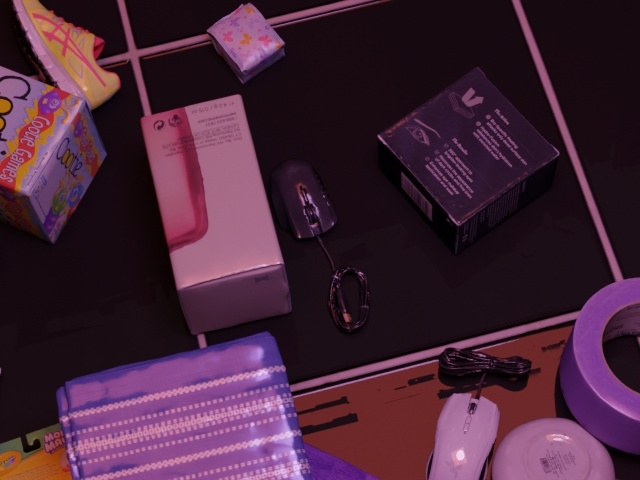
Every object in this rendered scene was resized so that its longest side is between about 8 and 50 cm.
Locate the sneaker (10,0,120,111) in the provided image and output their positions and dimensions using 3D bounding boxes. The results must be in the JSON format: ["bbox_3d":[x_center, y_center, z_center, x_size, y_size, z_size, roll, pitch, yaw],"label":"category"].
[{"bbox_3d":[-0.328,-0.247,1.982,0.094,0.081,0.208,-28,73,-18],"label":"sneaker"}]

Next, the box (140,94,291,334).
[{"bbox_3d":[-0.123,-0.029,1.824,0.127,0.148,0.232,-13,65,-3],"label":"box"}]

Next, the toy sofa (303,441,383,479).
[{"bbox_3d":[0.024,0.307,1.659,0.362,0.150,0.177,24,70,13],"label":"toy sofa"}]

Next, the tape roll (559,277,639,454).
[{"bbox_3d":[0.369,0.141,1.741,0.189,0.080,0.189,2,57,-3],"label":"tape roll"}]

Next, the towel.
[{"bbox_3d":[-0.126,0.272,1.588,0.243,0.040,0.336,-14,69,-3],"label":"towel"}]

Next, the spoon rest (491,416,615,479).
[{"bbox_3d":[0.275,0.314,1.694,0.137,0.084,0.276,-12,52,-4],"label":"spoon rest"}]

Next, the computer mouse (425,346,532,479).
[{"bbox_3d":[0.170,0.204,1.746,0.106,0.042,0.193,13,58,8],"label":"computer mouse"}]

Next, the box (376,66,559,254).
[{"bbox_3d":[0.177,-0.096,1.871,0.158,0.093,0.156,-35,68,-12],"label":"box"}]

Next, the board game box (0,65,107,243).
[{"bbox_3d":[-0.425,-0.129,1.888,0.275,0.144,0.142,21,68,13],"label":"board game box"}]

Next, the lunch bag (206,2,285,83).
[{"bbox_3d":[-0.095,-0.256,1.982,0.071,0.053,0.083,-36,78,-11],"label":"lunch bag"}]

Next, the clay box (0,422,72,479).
[{"bbox_3d":[-0.293,0.320,1.721,0.127,0.053,0.222,-18,64,-6],"label":"clay box"}]

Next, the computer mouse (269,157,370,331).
[{"bbox_3d":[0.000,0.000,1.864,0.071,0.041,0.242,-22,66,-8],"label":"computer mouse"}]
